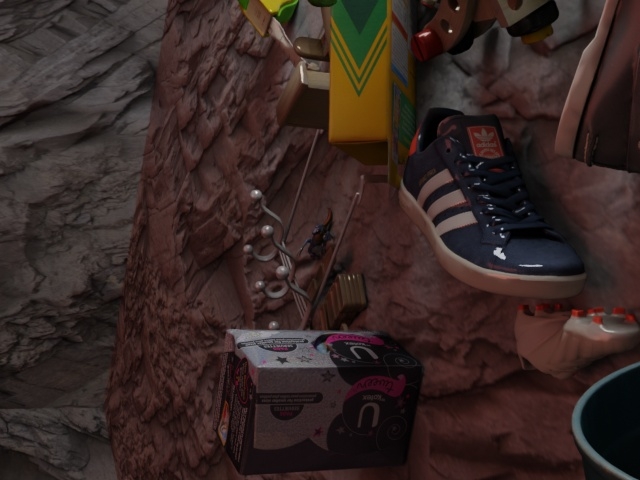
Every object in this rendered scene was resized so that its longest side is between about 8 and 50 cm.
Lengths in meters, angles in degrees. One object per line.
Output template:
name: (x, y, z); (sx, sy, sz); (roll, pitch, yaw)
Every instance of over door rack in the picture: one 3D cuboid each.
over door rack: (-0.027, -0.037, 1.466); (0.324, 0.108, 0.239); (-59, 31, 25)

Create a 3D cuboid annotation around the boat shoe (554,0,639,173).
boat shoe: (0.312, -0.212, 0.822); (0.099, 0.116, 0.319); (24, 107, 20)

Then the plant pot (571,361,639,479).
plant pot: (0.305, 0.222, 0.553); (0.271, 0.272, 0.255); (-165, 64, -67)

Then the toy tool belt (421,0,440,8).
toy tool belt: (0.151, -0.350, 1.237); (0.083, 0.052, 0.051); (-89, 19, -60)

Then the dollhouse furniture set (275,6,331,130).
dollhouse furniture set: (0.013, -0.297, 1.420); (0.212, 0.161, 0.242); (127, 140, -53)

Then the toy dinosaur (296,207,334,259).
toy dinosaur: (0.000, 0.000, 1.594); (0.090, 0.047, 0.082); (-58, 4, -21)

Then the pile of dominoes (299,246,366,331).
pile of dominoes: (0.022, 0.144, 1.526); (0.251, 0.040, 0.196); (116, 150, -58)

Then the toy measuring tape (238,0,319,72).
toy measuring tape: (-0.066, -0.429, 1.755); (0.330, 0.121, 0.121); (54, 140, 24)

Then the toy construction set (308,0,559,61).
toy construction set: (0.137, -0.318, 0.985); (0.237, 0.309, 0.257); (27, 120, 60)

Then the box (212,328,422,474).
box: (-0.005, 0.219, 1.274); (0.142, 0.247, 0.163); (-144, 60, -62)

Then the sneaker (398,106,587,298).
sneaker: (0.182, -0.057, 1.018); (0.350, 0.131, 0.148); (-131, 44, -59)

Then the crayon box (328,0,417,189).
crayon box: (0.074, -0.223, 1.224); (0.203, 0.083, 0.323); (14, -104, -74)

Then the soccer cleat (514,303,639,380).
soccer cleat: (0.256, 0.104, 0.913); (0.196, 0.068, 0.076); (174, 94, -74)
